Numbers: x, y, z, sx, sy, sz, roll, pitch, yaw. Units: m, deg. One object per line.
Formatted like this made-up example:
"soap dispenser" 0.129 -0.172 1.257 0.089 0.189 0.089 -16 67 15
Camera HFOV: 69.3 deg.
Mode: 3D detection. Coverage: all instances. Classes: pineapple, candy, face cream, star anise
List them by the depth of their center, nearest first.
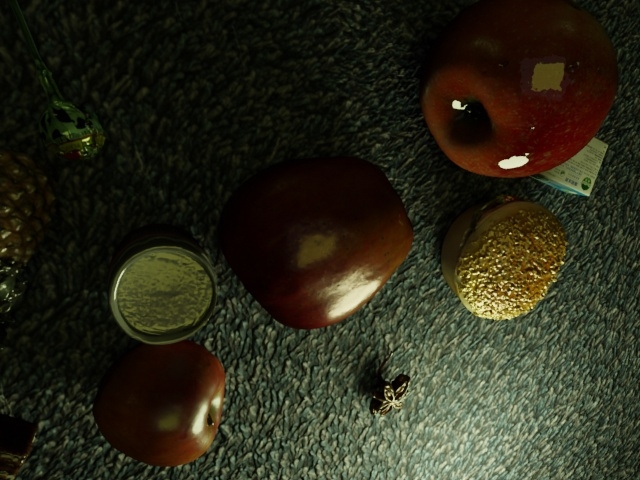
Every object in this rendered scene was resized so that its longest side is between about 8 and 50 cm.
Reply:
"pineapple" -0.491 0.040 0.668 0.169 0.169 0.340 9 65 -22
"candy" -0.438 -0.276 0.742 0.091 0.083 0.305 -20 100 -14
"face cream" -0.276 0.068 0.806 0.175 0.195 0.175 -4 102 -19
"star anise" 0.163 0.343 1.098 0.097 0.070 0.191 -2 122 -18

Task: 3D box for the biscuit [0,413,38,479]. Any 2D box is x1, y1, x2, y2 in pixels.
"biscuit" -0.680 0.302 0.754 0.388 0.107 0.073 28 91 -24

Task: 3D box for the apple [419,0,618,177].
"apple" 0.365 -0.289 0.893 0.277 0.348 0.348 -34 112 -26

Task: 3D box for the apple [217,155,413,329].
"apple" 0.000 0.000 0.939 0.365 0.295 0.329 -30 148 -11

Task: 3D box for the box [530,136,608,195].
"box" 0.594 -0.206 1.138 0.194 0.073 0.139 17 95 -23

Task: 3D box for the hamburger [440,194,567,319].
"hamburger" 0.425 0.042 1.077 0.302 0.170 0.302 -5 104 -19

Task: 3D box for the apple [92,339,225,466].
"apple" -0.289 0.289 0.850 0.230 0.230 0.230 -5 104 -20

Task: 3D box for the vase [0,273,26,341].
"vase" -0.621 0.071 0.715 0.251 0.156 0.301 -34 107 -40
